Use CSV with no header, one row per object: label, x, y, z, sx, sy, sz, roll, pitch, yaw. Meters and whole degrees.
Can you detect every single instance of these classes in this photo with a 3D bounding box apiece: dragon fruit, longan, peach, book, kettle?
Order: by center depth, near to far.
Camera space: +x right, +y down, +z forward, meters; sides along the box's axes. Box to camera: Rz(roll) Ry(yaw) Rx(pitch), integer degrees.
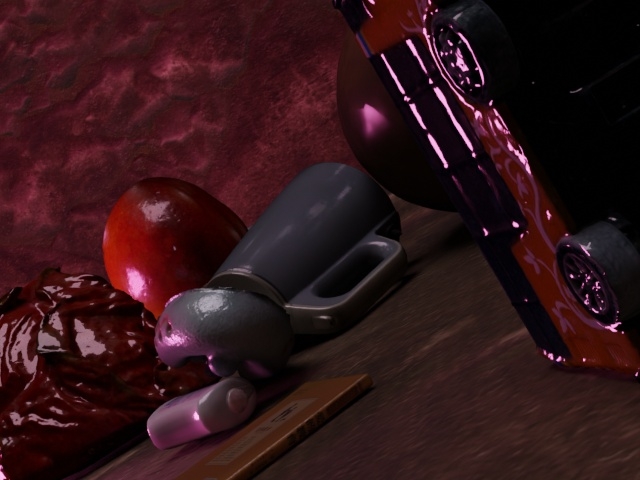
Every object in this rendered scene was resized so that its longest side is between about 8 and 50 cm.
book,-0.049,0.157,0.869,0.172,0.012,0.118,-33,6,-26
kettle,-0.003,0.033,1.271,0.210,0.160,0.243,5,30,27
longan,0.163,-0.180,1.289,0.319,0.319,0.319,-30,5,3
dragon fruit,-0.260,0.161,1.316,0.330,0.302,0.240,-12,-21,20
peach,-0.235,0.020,1.860,0.248,0.275,0.245,-39,5,-23

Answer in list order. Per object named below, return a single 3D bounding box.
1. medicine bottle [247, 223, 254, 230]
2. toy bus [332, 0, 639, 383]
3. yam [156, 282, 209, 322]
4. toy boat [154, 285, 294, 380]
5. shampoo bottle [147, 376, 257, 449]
medicine bottle,-0.197,0.066,2.115,0.296,0.111,0.161,-29,5,25
toy bus,0.131,-0.073,0.607,0.138,0.275,0.167,-32,4,-12
yam,-0.160,0.114,1.529,0.093,0.093,0.259,-28,5,25
toy boat,-0.096,0.107,1.085,0.208,0.134,0.079,128,154,-68
shampoo bottle,-0.103,0.156,1.017,0.099,0.043,0.072,-25,0,42
